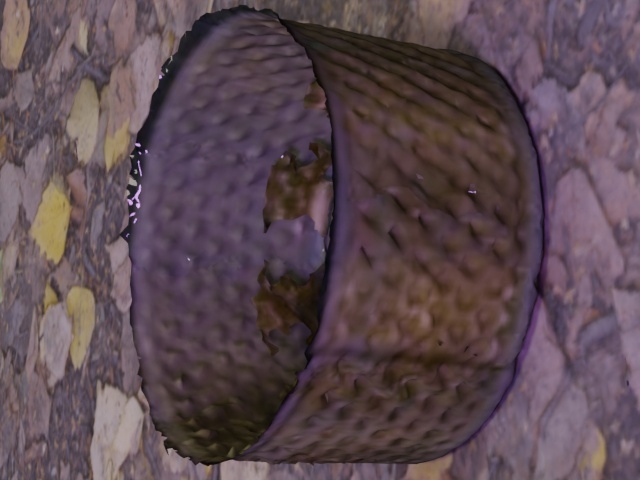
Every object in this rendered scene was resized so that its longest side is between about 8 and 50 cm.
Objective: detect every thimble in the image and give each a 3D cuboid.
[{"bbox_3d":[0.000,0.000,1.063,0.271,0.150,0.270,-17,71,58],"label":"thimble"}]
